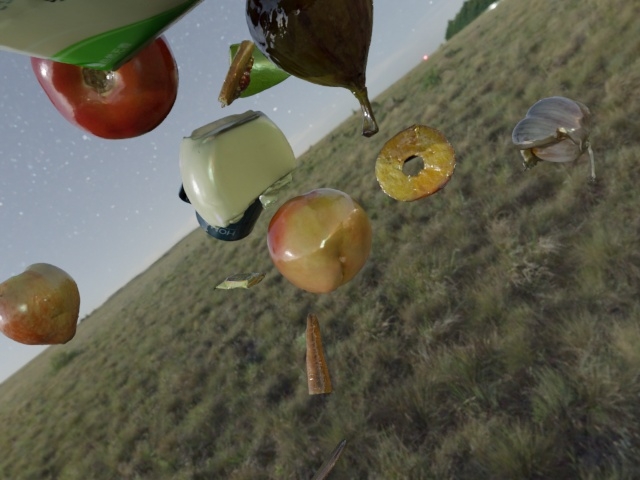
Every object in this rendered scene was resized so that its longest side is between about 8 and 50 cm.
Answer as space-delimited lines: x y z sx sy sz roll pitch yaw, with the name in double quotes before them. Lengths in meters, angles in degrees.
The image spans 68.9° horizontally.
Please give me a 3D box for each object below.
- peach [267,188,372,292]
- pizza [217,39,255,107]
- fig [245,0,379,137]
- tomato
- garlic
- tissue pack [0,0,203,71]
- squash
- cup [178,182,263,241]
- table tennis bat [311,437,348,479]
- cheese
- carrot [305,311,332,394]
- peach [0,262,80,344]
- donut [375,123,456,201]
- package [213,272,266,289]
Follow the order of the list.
"peach" 0.000 0.000 0.781 0.184 0.184 0.184 -36 9 7
"pizza" -0.222 -0.434 1.273 0.188 0.062 0.199 -65 11 0
"fig" 0.018 -0.320 0.801 0.216 0.321 0.217 -24 30 15
"tomato" -0.295 -0.241 0.653 0.195 0.195 0.136 -35 32 15
"garlic" 0.613 -0.237 1.218 0.206 0.257 0.207 -16 -17 -5
"tissue pack" -0.191 -0.300 0.312 0.404 0.206 0.331 -16 -6 38
"squash" -0.177 -0.581 1.642 0.288 0.111 0.203 -4 -44 -18
"cup" -0.342 -0.190 1.754 0.242 0.308 0.292 -49 1 -39
"table tennis bat" -0.047 0.366 0.776 0.170 0.119 0.107 -51 -13 -4
"cheese" -0.172 -0.151 1.011 0.127 0.233 0.266 0 32 48
"carrot" -0.013 0.290 1.210 0.061 0.210 0.061 -7 -14 -2
"peach" -0.739 0.179 1.241 0.232 0.233 0.232 -36 9 7
"donut" 0.230 -0.180 1.121 0.190 0.174 0.074 -44 -10 18
"package" -0.226 0.115 1.321 0.120 0.031 0.108 -5 10 21
